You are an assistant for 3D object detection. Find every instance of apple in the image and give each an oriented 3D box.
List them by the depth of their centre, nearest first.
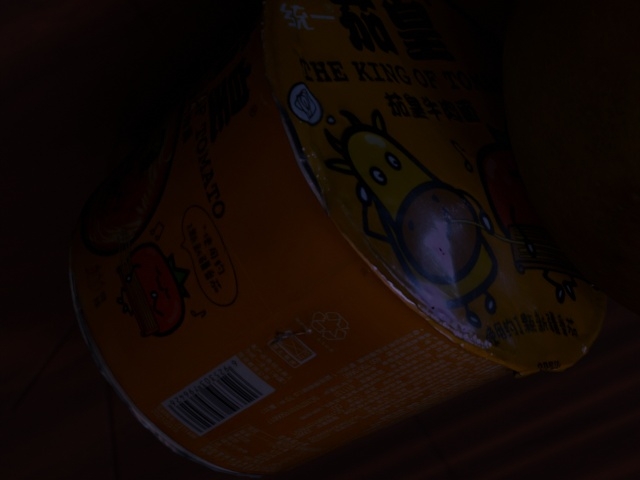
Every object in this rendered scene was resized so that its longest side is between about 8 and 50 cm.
[{"bbox_3d":[0.191,-0.075,0.813,0.237,0.207,0.237,-6,145,-4],"label":"apple"}]

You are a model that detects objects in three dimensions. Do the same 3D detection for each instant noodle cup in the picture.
[{"bbox_3d":[0.000,0.000,0.875,0.216,0.216,0.172,36,127,-26],"label":"instant noodle cup"}]
